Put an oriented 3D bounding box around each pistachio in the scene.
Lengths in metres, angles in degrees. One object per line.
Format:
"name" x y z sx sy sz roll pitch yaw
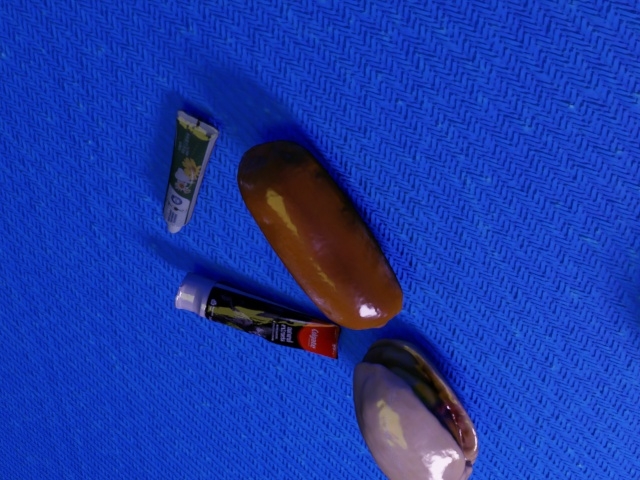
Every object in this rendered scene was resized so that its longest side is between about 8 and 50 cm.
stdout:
"pistachio" 0.095 0.201 1.821 0.145 0.117 0.200 0 135 47

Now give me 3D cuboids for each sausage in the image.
"sausage" 0.000 0.000 1.660 0.098 0.098 0.238 -5 131 44

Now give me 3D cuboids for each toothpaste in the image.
"toothpaste" -0.142 -0.067 1.744 0.049 0.031 0.204 28 146 5
"toothpaste" -0.068 0.085 1.877 0.193 0.045 0.071 20 146 8
